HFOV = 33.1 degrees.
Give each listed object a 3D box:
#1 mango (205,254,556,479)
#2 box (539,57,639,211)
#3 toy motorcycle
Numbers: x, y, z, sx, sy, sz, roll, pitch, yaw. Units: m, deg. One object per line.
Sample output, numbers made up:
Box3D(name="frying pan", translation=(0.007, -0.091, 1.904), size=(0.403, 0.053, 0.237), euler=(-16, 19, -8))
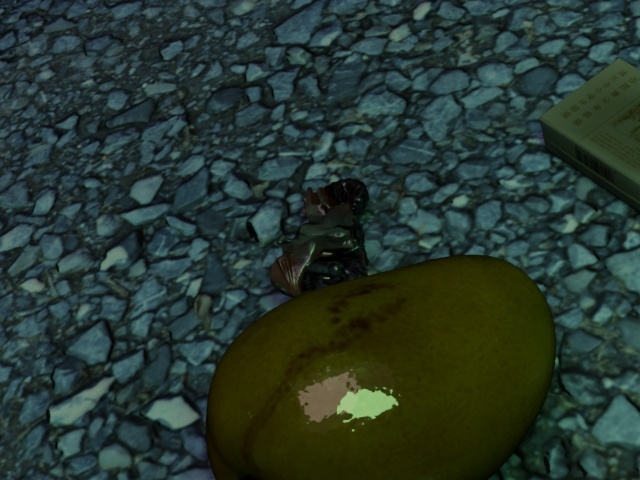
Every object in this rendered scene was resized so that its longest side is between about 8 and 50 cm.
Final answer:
Box3D(name="mango", translation=(0.069, 0.145, 1.062), size=(0.378, 0.221, 0.264), euler=(-29, 42, -16))
Box3D(name="box", translation=(0.377, -0.121, 1.277), size=(0.141, 0.058, 0.201), euler=(-37, 46, -11))
Box3D(name="toy motorcycle", translation=(0.000, 0.000, 1.311), size=(0.118, 0.084, 0.212), euler=(-12, 39, 14))
